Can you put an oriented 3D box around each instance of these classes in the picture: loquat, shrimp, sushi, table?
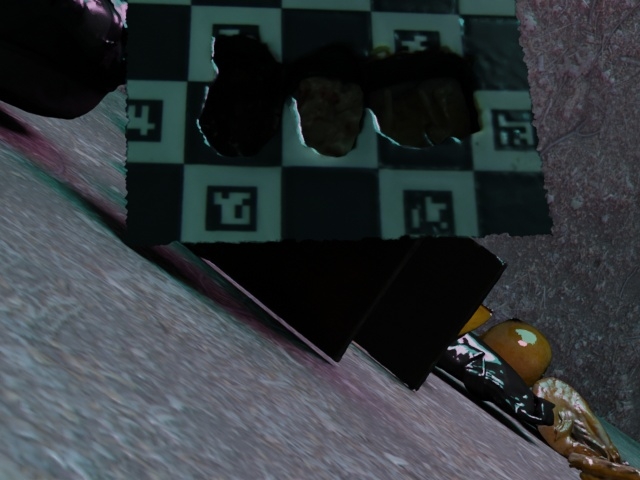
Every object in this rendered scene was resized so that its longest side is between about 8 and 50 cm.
[{"bbox_3d":[0.377,0.224,2.089,0.163,0.137,0.163,34,-16,11],"label":"loquat"},{"bbox_3d":[0.400,0.308,1.673,0.217,0.115,0.051,51,-35,6],"label":"shrimp"},{"bbox_3d":[0.007,-0.110,1.016,0.373,0.296,0.100,-1,-26,-5],"label":"sushi"},{"bbox_3d":[0.017,-0.007,1.172,0.282,0.196,0.250,37,3,29],"label":"table"}]

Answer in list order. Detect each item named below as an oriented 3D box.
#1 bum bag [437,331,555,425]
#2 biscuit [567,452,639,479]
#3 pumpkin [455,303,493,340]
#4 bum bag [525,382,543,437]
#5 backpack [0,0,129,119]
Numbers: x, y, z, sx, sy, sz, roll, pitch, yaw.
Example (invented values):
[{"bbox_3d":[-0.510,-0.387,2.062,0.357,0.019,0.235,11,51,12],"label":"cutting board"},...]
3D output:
[{"bbox_3d":[0.204,0.171,1.584,0.326,0.079,0.142,39,3,9],"label":"bum bag"},{"bbox_3d":[0.466,0.314,1.213,0.379,0.054,0.094,11,-12,28],"label":"biscuit"},{"bbox_3d":[0.095,0.100,1.439,0.278,0.111,0.163,34,-24,32],"label":"pumpkin"},{"bbox_3d":[0.361,0.286,1.730,0.198,0.049,0.087,39,9,-5],"label":"bum bag"},{"bbox_3d":[-0.359,-0.291,1.085,0.446,0.255,0.363,38,10,10],"label":"backpack"}]
